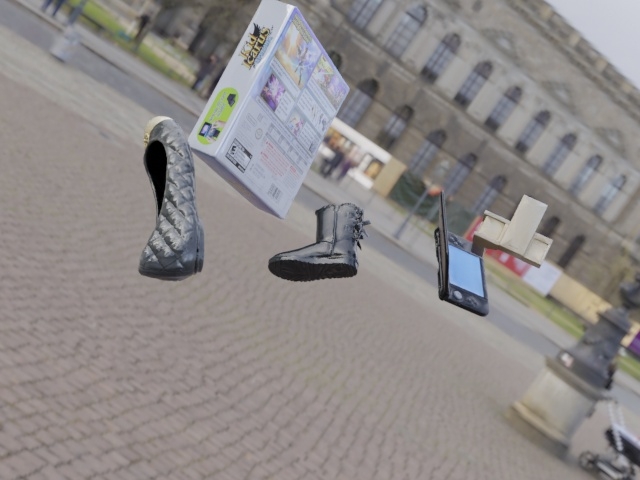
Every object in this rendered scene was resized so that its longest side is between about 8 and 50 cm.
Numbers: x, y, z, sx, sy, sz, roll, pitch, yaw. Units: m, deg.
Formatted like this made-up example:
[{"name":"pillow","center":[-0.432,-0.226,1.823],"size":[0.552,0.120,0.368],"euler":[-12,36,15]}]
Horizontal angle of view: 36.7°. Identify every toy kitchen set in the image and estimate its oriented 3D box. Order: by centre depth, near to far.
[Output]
[{"name":"toy kitchen set","center":[0.230,-0.009,1.132],"size":[0.083,0.068,0.075],"euler":[26,-13,12]}]

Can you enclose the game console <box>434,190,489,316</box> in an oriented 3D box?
[{"name":"game console","center":[0.178,0.016,1.198],"size":[0.107,0.071,0.122],"euler":[23,42,-19]}]

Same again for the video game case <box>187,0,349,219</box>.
[{"name":"video game case","center":[-0.070,-0.189,1.449],"size":[0.061,0.244,0.269],"euler":[24,-9,24]}]

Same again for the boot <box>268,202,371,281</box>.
[{"name":"boot","center":[0.000,0.000,1.207],"size":[0.121,0.099,0.045],"euler":[-2,-39,12]}]

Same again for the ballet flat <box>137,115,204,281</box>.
[{"name":"ballet flat","center":[-0.124,-0.040,0.756],"size":[0.049,0.057,0.173],"euler":[1,45,-19]}]
